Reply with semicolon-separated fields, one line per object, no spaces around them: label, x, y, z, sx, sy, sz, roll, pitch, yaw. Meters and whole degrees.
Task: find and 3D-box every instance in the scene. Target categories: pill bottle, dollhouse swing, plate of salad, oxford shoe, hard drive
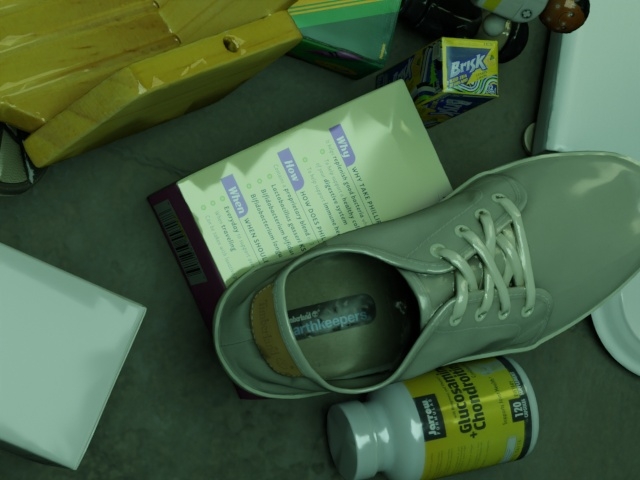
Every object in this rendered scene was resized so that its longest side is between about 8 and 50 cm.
pill bottle;0.105;0.173;1.569;0.184;0.103;0.103;-10;88;-21
dollhouse swing;-0.152;-0.306;1.375;0.315;0.305;0.347;-26;84;-44
plate of salad;0.364;0.046;1.696;0.200;0.048;0.199;-2;99;-13
oxford shoe;0.125;0.032;1.455;0.449;0.130;0.169;-17;90;-21
hard drive;0.354;-0.230;1.717;0.233;0.047;0.353;14;78;-15

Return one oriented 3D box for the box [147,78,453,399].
box;0.000;0.000;1.542;0.243;0.117;0.213;-26;94;-19

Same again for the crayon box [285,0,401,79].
crayon box;0.005;-0.312;1.594;0.165;0.081;0.278;16;79;-17

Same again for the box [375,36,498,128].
box;0.108;-0.146;1.567;0.059;0.169;0.054;2;84;-19

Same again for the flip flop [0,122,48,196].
flip flop;-0.260;-0.157;1.478;0.112;0.080;0.277;26;61;-25

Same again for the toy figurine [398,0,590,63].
toy figurine;0.182;-0.284;1.588;0.148;0.209;0.213;19;79;-23

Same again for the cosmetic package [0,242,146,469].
cosmetic package;-0.352;0.051;1.372;0.365;0.197;0.155;26;77;-14

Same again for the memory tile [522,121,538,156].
memory tile;0.260;-0.048;1.695;0.113;0.012;0.148;-2;85;-20
